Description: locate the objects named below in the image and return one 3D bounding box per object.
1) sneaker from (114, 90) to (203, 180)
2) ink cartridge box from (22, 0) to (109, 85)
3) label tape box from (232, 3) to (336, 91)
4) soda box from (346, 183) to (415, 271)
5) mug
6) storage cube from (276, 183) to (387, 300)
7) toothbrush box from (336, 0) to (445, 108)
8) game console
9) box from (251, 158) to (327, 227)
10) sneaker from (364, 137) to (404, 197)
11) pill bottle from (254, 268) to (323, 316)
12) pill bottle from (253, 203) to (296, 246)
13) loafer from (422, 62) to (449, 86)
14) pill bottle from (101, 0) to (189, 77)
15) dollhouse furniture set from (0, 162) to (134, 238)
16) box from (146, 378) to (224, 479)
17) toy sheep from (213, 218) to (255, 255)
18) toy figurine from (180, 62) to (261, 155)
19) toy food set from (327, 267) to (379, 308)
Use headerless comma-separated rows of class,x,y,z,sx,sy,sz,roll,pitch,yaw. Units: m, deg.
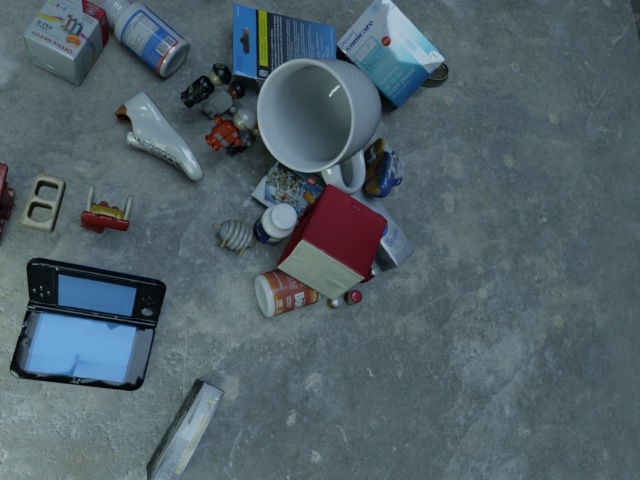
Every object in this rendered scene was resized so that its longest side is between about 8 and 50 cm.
sneaker,-0.439,-0.256,1.241,0.123,0.106,0.290,-40,86,-16
ink cartridge box,-0.657,-0.529,1.197,0.128,0.127,0.176,24,70,-15
label tape box,-0.118,-0.569,1.434,0.333,0.106,0.241,3,77,-21
soda box,0.162,-0.048,1.423,0.091,0.098,0.286,-38,93,-25
mug,0.039,-0.310,1.279,0.328,0.275,0.375,-37,114,-57
storage cube,0.032,0.010,1.189,0.214,0.183,0.193,32,55,-9
toothbrush box,0.229,-0.620,1.525,0.295,0.126,0.216,45,102,-6
game console,-0.529,0.199,1.050,0.292,0.250,0.174,13,46,-19
box,-0.061,-0.130,1.336,0.233,0.044,0.159,37,103,-10
sneaker,0.212,-0.209,1.418,0.131,0.111,0.297,40,33,-21
pill bottle,-0.065,0.127,1.274,0.215,0.121,0.121,-15,83,-24
pill bottle,-0.124,-0.045,1.267,0.094,0.169,0.094,6,75,-21
loafer,0.367,-0.621,1.653,0.250,0.087,0.095,-2,78,-22
pill bottle,-0.489,-0.575,1.279,0.221,0.124,0.124,40,66,-8
dollhouse furniture set,-0.645,-0.054,1.053,0.373,0.201,0.153,15,71,-25
box,-0.314,0.440,1.063,0.056,0.183,0.231,32,67,-12
toy sheep,-0.236,-0.014,1.262,0.132,0.091,0.091,26,67,-34
toy figurine,-0.251,-0.354,1.261,0.148,0.209,0.213,-32,86,13
toy food set,0.102,0.095,1.358,0.111,0.104,0.233,25,69,-14
